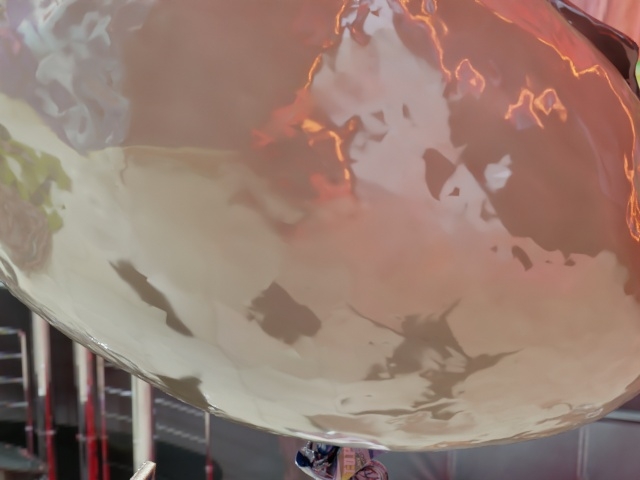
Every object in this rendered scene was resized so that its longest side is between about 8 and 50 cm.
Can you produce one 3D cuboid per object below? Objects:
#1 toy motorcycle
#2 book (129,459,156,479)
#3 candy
[{"bbox_3d":[0.036,0.238,1.242,0.136,0.254,0.092,0,13,-19],"label":"toy motorcycle"},{"bbox_3d":[-0.252,0.406,1.023,0.018,0.228,0.322,13,10,4],"label":"book"},{"bbox_3d":[0.000,0.000,0.524,0.427,0.186,0.386,25,-35,-16],"label":"candy"}]
